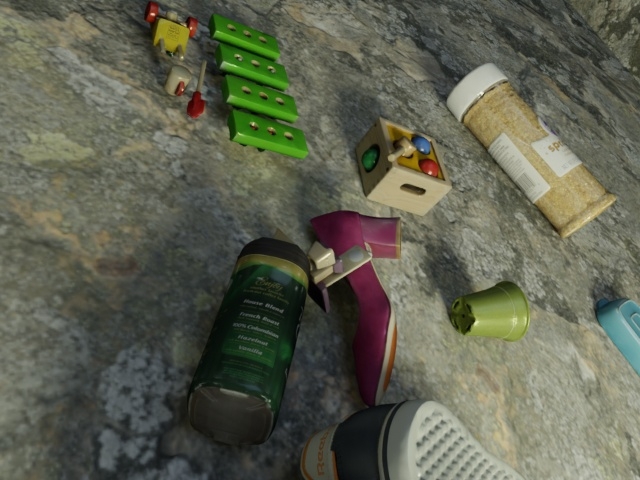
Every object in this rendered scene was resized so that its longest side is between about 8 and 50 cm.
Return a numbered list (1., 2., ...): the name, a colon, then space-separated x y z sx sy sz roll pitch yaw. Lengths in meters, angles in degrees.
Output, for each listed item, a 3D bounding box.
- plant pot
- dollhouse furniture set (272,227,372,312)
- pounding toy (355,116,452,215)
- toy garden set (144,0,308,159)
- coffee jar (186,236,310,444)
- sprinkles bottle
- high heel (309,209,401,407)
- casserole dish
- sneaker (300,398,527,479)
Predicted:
1. plant pot: 0.221 0.098 0.774 0.079 0.083 0.083 -2 55 -25
2. dollhouse furniture set: 0.000 0.000 0.648 0.081 0.091 0.114 -33 50 -20
3. pounding toy: 0.119 -0.116 0.859 0.141 0.100 0.130 15 46 -28
4. toy garden set: -0.137 -0.218 0.797 0.203 0.049 0.244 10 50 -34
5. coffee jar: -0.060 0.086 0.542 0.078 0.096 0.185 14 45 -1
6. sprinkles bottle: 0.396 -0.175 1.111 0.121 0.121 0.355 -22 70 -46
7. high heel: 0.031 0.069 0.672 0.117 0.082 0.244 1 62 11
8. casserole dish: 0.550 0.173 0.987 0.114 0.037 0.188 -13 65 -43
9. sneaker: 0.109 0.250 0.525 0.321 0.127 0.126 51 41 -27
